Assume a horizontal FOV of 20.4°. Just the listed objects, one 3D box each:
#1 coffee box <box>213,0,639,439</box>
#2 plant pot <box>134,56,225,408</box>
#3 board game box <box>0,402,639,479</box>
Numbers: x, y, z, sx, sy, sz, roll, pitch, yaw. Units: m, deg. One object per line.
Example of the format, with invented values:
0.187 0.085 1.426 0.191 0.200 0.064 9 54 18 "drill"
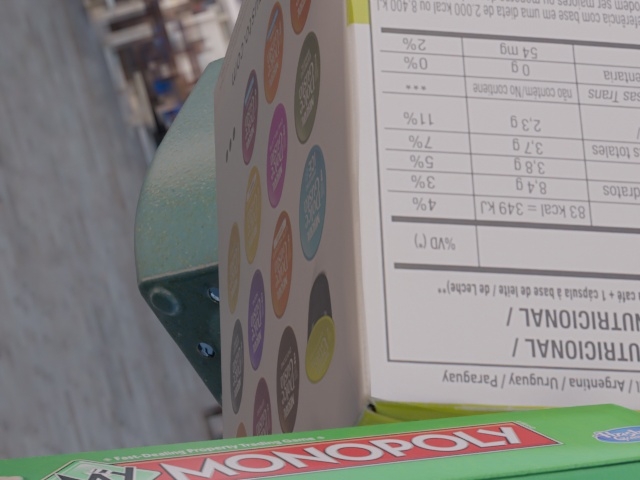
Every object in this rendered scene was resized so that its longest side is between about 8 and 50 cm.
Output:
0.138 -0.004 0.904 0.338 0.338 0.334 116 -25 -62 "coffee box"
0.000 0.000 1.385 0.247 0.247 0.252 57 43 -22 "plant pot"
-0.021 0.199 0.369 0.046 0.213 0.317 16 -75 59 "board game box"
